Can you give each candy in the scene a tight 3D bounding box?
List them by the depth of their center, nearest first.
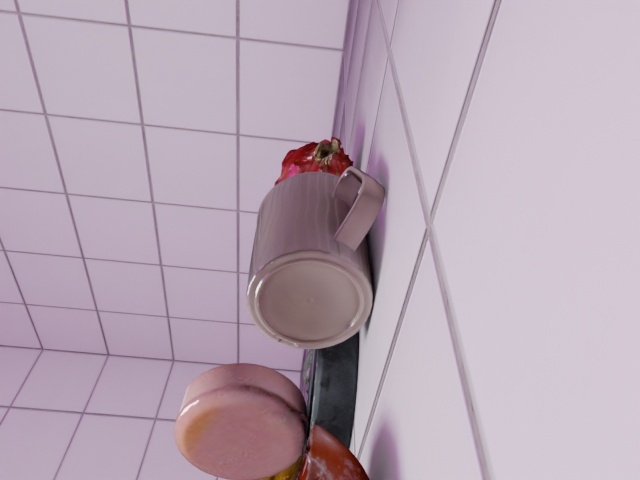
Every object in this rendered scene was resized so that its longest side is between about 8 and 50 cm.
[{"bbox_3d":[-0.138,0.339,0.932,0.094,0.255,0.255,-91,7,-61],"label":"candy"}]

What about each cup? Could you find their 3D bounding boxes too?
[{"bbox_3d":[0.009,0.014,0.877,0.208,0.288,0.273,56,-163,-27],"label":"cup"}]

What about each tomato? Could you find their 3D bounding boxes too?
[{"bbox_3d":[0.014,0.330,0.592,0.228,0.112,0.199,100,-178,-70],"label":"tomato"}]

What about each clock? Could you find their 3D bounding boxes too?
[{"bbox_3d":[0.016,0.281,1.048,0.386,0.076,0.386,-174,90,-88],"label":"clock"}]

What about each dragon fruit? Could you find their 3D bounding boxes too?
[{"bbox_3d":[-0.006,-0.143,1.215,0.268,0.210,0.205,111,149,-59],"label":"dragon fruit"}]

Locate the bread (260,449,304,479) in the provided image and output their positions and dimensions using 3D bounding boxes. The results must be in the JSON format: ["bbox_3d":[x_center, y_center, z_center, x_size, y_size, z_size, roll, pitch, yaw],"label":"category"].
[{"bbox_3d":[-0.112,0.585,1.248,0.185,0.109,0.380,-44,-30,-70],"label":"bread"}]

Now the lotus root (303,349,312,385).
[{"bbox_3d":[0.000,0.319,1.331,0.088,0.088,0.165,100,-175,-60],"label":"lotus root"}]
